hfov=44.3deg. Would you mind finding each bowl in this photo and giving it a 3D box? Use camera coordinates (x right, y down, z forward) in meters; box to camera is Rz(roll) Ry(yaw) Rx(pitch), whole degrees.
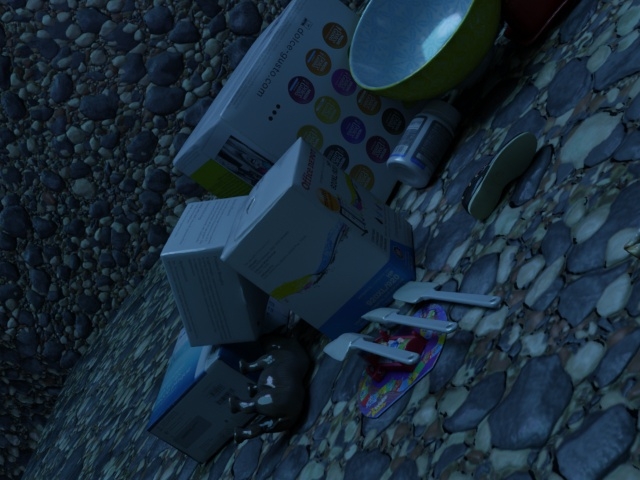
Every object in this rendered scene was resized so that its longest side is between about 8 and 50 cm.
[{"bbox_3d":[0.202,-0.344,1.333,0.289,0.156,0.290,-31,45,36],"label":"bowl"}]

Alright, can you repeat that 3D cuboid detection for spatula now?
[{"bbox_3d":[0.107,0.104,0.972,0.168,0.019,0.242,-31,12,-19],"label":"spatula"}]

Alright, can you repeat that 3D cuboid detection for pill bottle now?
[{"bbox_3d":[0.175,-0.163,1.310,0.137,0.078,0.078,-58,17,-16],"label":"pill bottle"}]

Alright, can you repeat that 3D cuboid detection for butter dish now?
[{"bbox_3d":[0.343,-0.420,1.295,0.160,0.118,0.160,-49,17,14],"label":"butter dish"}]

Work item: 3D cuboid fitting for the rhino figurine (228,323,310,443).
[{"bbox_3d":[-0.069,0.207,1.217,0.106,0.073,0.243,-12,28,12],"label":"rhino figurine"}]

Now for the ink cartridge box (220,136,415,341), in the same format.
[{"bbox_3d":[0.000,0.000,1.181,0.168,0.232,0.171,-45,18,25],"label":"ink cartridge box"}]

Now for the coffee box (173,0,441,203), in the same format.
[{"bbox_3d":[-0.029,-0.217,1.526,0.338,0.334,0.338,-60,16,-21],"label":"coffee box"}]

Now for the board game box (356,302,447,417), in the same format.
[{"bbox_3d":[0.091,0.143,0.995,0.169,0.033,0.133,-47,17,23],"label":"board game box"}]

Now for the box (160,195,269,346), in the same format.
[{"bbox_3d":[-0.163,0.048,1.294,0.119,0.181,0.182,-7,28,10],"label":"box"}]

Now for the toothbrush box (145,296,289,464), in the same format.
[{"bbox_3d":[-0.175,0.216,1.424,0.216,0.126,0.296,-45,17,24],"label":"toothbrush box"}]

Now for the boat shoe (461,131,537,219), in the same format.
[{"bbox_3d":[0.235,-0.091,1.044,0.133,0.048,0.042,-55,24,11],"label":"boat shoe"}]

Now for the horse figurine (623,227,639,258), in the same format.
[{"bbox_3d":[0.336,-0.041,0.637,0.175,0.066,0.263,-57,13,11],"label":"horse figurine"}]

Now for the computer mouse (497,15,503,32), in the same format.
[{"bbox_3d":[0.233,-0.355,1.551,0.272,0.072,0.189,-29,30,55],"label":"computer mouse"}]
